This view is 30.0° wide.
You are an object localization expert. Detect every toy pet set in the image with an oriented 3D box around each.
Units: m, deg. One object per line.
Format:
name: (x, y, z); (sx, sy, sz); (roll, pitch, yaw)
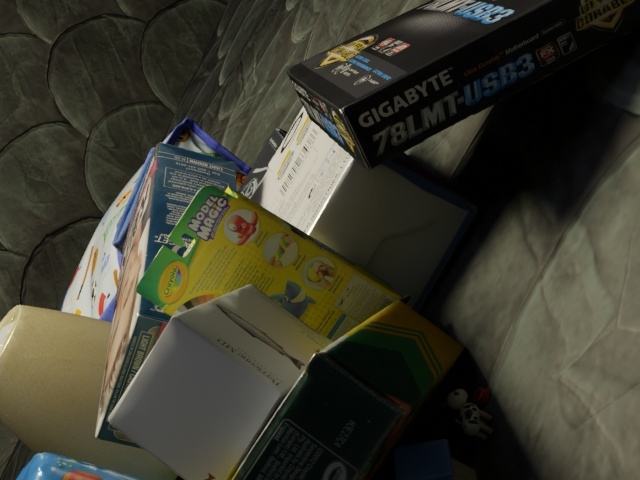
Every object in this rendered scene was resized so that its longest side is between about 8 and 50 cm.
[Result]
toy pet set: (0.080, 0.177, 0.957); (0.122, 0.065, 0.114); (-54, 17, 25)

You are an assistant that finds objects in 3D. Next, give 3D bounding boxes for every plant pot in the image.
plant pot: (-0.328, 0.209, 1.640); (0.256, 0.274, 0.256); (-47, 23, 27)

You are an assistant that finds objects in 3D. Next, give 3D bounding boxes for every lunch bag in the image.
lunch bag: (-0.279, 0.048, 1.988); (0.328, 0.239, 0.385); (-50, 9, 41)

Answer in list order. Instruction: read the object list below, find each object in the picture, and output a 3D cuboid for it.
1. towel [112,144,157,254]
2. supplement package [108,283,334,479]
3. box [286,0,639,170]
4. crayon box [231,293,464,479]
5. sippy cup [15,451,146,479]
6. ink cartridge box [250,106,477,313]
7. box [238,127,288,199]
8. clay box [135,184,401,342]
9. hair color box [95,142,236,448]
towel: (-0.193, 0.025, 1.733); (0.034, 0.285, 0.209); (-13, 42, 27)
supplement package: (-0.070, 0.115, 0.961); (0.105, 0.105, 0.179); (-57, -10, 14)
box: (0.131, -0.188, 1.174); (0.293, 0.073, 0.295); (-28, 18, -2)
crayon box: (0.020, 0.162, 0.993); (0.202, 0.081, 0.318); (-58, -10, 14)
sippy cup: (-0.278, 0.373, 1.437); (0.305, 0.224, 0.240); (-47, 20, 41)
ink cartridge box: (0.000, 0.000, 1.356); (0.270, 0.151, 0.395); (-59, 18, 8)
box: (-0.060, -0.038, 1.689); (0.207, 0.108, 0.153); (-58, 16, 8)
clay box: (-0.050, 0.046, 1.119); (0.127, 0.222, 0.053); (-56, 19, 6)
hair color box: (-0.166, 0.054, 1.330); (0.347, 0.105, 0.174); (-97, 25, -56)
